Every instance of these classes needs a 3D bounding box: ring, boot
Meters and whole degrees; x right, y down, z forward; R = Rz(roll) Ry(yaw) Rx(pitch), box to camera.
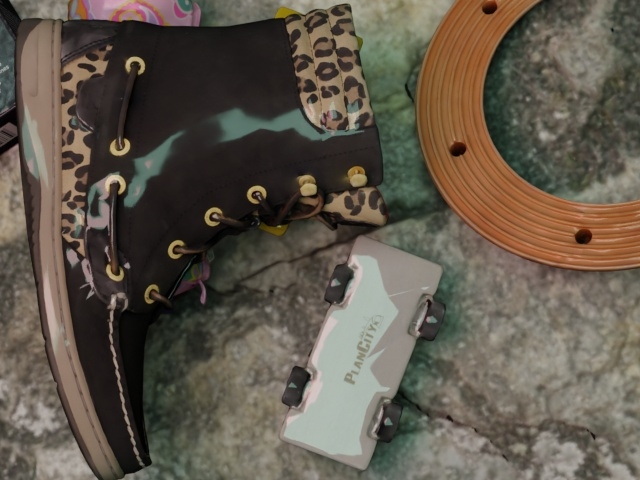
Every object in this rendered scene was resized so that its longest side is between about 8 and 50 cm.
[{"bbox_3d":[0.245,-0.123,1.655,0.336,0.032,0.337,-7,64,14],"label":"ring"},{"bbox_3d":[-0.087,-0.011,1.587,0.284,0.138,0.377,-8,79,-3],"label":"boot"}]

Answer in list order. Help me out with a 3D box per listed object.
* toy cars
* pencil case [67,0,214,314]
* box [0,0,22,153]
[{"bbox_3d":[0.000,0.000,1.696,0.176,0.087,0.394,-19,84,-4],"label":"toy cars"},{"bbox_3d":[-0.157,-0.081,1.714,0.124,0.124,0.284,-5,82,9],"label":"pencil case"},{"bbox_3d":[-0.333,-0.149,1.767,0.156,0.093,0.158,-33,79,4],"label":"box"}]
